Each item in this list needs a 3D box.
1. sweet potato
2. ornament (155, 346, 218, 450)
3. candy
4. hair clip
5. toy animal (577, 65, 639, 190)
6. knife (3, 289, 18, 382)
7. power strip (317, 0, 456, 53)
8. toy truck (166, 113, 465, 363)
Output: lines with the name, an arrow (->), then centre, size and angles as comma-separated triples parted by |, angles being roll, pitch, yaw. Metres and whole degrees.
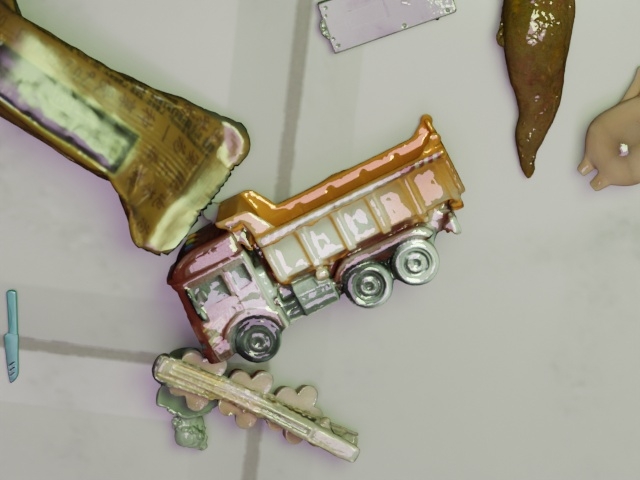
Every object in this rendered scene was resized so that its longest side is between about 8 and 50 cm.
sweet potato -> 0.186, -0.161, 1.336 | 0.068, 0.068, 0.226 | 0, 104, 1
ornament -> -0.121, 0.147, 1.428 | 0.068, 0.041, 0.092 | 19, 92, -26
candy -> -0.202, -0.104, 1.337 | 0.271, 0.101, 0.143 | 32, 83, -11
hair clip -> -0.057, 0.147, 1.411 | 0.213, 0.056, 0.062 | 26, 95, -13
toy animal -> 0.290, -0.097, 1.340 | 0.150, 0.089, 0.083 | -39, 103, 19
knife -> -0.288, 0.089, 1.435 | 0.014, 0.005, 0.091 | 1, 104, 0
power strip -> 0.065, -0.206, 1.350 | 0.136, 0.019, 0.051 | -19, 101, 6
toy truck -> 0.000, 0.000, 1.353 | 0.270, 0.114, 0.135 | -27, 102, 6
